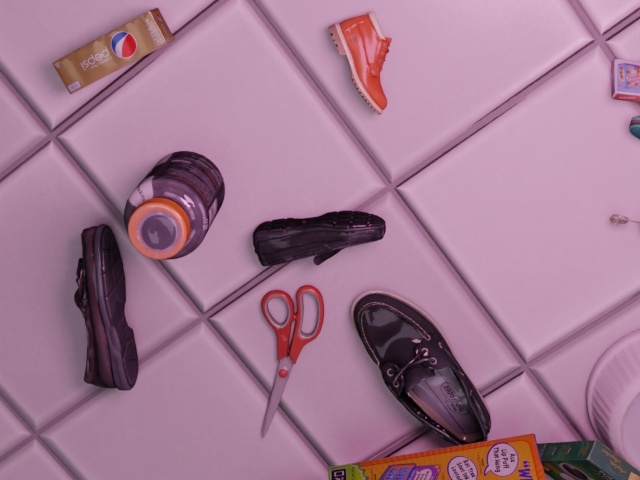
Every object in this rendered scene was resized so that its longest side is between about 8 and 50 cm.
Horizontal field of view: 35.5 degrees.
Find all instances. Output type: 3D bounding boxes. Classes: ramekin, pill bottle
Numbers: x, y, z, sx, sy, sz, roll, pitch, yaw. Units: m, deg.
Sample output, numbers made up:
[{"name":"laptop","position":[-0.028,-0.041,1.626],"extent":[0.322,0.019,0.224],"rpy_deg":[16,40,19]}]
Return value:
[{"name":"ramekin","position":[0.591,0.286,1.674],"extent":[0.273,0.127,0.273],"rpy_deg":[1,108,3]},{"name":"pill bottle","position":[-0.228,-0.050,1.549],"extent":[0.130,0.246,0.130],"rpy_deg":[1,108,3]}]

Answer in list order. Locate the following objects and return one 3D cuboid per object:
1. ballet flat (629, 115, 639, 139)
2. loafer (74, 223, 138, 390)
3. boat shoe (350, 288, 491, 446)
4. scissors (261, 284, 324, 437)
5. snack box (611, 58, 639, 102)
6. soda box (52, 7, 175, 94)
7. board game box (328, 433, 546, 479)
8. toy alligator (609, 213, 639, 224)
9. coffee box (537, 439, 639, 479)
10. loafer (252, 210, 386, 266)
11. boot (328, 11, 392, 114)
[{"name":"ballet flat","position":[0.599,-0.158,1.560],"extent":[0.247,0.083,0.087],"rpy_deg":[26,84,-5]},{"name":"loafer","position":[-0.381,0.120,1.693],"extent":[0.095,0.109,0.302],"rpy_deg":[-3,111,9]},{"name":"boat shoe","position":[0.173,0.230,1.687],"extent":[0.127,0.113,0.340],"rpy_deg":[-32,104,12]},{"name":"scissors","position":[-0.051,0.217,1.745],"extent":[0.109,0.021,0.297],"rpy_deg":[2,107,1]},{"name":"snack box","position":[0.539,-0.239,1.538],"extent":[0.178,0.022,0.064],"rpy_deg":[7,66,1]},{"name":"soda box","position":[-0.323,-0.298,1.569],"extent":[0.181,0.061,0.058],"rpy_deg":[-24,105,11]},{"name":"board game box","position":[0.224,0.590,1.630],"extent":[0.356,0.356,0.356],"rpy_deg":[-11,126,7]},{"name":"toy alligator","position":[0.561,-0.026,1.615],"extent":[0.189,0.056,0.051],"rpy_deg":[19,67,-2]},{"name":"coffee box","position":[0.448,0.386,1.697],"extent":[0.113,0.184,0.040],"rpy_deg":[36,68,-8]},{"name":"loafer","position":[0.000,0.000,1.646],"extent":[0.223,0.076,0.078],"rpy_deg":[-7,113,11]},{"name":"boot","position":[0.082,-0.276,1.556],"extent":[0.084,0.059,0.158],"rpy_deg":[-24,104,6]}]
